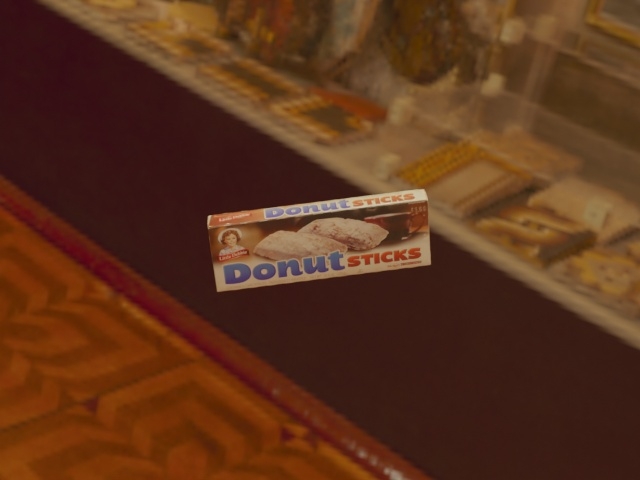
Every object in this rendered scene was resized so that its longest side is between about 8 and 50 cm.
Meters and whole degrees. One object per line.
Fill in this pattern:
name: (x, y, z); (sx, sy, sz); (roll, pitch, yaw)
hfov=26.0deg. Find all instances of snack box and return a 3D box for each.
snack box: (0.000, 0.000, 1.128); (0.178, 0.064, 0.022); (-7, 33, -3)
